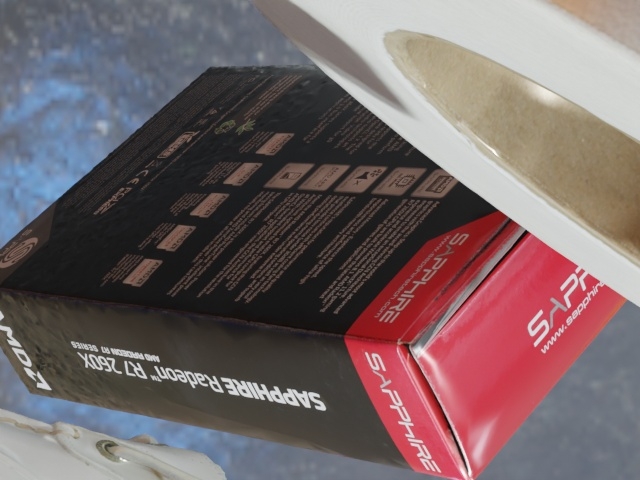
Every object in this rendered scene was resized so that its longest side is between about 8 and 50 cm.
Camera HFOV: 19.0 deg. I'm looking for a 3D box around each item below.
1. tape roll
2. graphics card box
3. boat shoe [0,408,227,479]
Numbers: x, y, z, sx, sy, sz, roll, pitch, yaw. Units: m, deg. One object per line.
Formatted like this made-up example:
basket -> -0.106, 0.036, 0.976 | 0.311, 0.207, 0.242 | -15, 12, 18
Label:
tape roll -> 0.123, -0.031, 0.616 | 0.392, 0.392, 0.072 | 37, 87, -40
graphics card box -> 0.000, 0.000, 1.031 | 0.371, 0.233, 0.094 | 5, 132, 47
boat shoe -> -0.067, 0.116, 0.677 | 0.277, 0.096, 0.098 | 30, 127, 2
